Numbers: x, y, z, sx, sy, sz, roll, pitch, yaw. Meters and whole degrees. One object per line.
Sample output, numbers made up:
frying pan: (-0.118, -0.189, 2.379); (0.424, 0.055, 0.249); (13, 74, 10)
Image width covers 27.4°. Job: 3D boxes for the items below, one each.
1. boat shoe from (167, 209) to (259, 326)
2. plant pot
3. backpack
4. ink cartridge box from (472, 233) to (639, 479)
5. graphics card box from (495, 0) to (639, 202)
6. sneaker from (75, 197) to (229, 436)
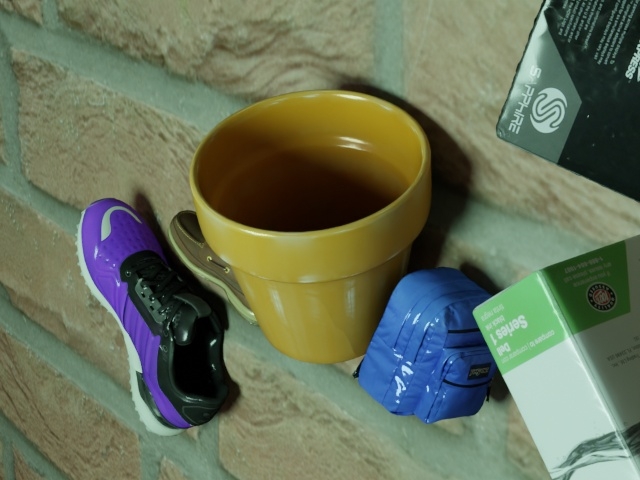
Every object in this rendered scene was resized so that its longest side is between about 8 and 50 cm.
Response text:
boat shoe: (-0.095, 0.017, 1.406); (0.178, 0.064, 0.060); (42, 129, 29)
plant pot: (0.000, 0.000, 1.166); (0.205, 0.205, 0.187); (38, 148, 41)
backpack: (0.105, 0.088, 1.124); (0.101, 0.098, 0.120); (35, 118, 38)
ink cartridge box: (0.228, 0.112, 0.899); (0.092, 0.160, 0.219); (-41, 69, 54)
graphics card box: (0.296, -0.084, 0.656); (0.371, 0.094, 0.232); (25, 129, 13)
sneaker: (-0.178, 0.076, 1.522); (0.146, 0.102, 0.293); (-23, 89, 51)
